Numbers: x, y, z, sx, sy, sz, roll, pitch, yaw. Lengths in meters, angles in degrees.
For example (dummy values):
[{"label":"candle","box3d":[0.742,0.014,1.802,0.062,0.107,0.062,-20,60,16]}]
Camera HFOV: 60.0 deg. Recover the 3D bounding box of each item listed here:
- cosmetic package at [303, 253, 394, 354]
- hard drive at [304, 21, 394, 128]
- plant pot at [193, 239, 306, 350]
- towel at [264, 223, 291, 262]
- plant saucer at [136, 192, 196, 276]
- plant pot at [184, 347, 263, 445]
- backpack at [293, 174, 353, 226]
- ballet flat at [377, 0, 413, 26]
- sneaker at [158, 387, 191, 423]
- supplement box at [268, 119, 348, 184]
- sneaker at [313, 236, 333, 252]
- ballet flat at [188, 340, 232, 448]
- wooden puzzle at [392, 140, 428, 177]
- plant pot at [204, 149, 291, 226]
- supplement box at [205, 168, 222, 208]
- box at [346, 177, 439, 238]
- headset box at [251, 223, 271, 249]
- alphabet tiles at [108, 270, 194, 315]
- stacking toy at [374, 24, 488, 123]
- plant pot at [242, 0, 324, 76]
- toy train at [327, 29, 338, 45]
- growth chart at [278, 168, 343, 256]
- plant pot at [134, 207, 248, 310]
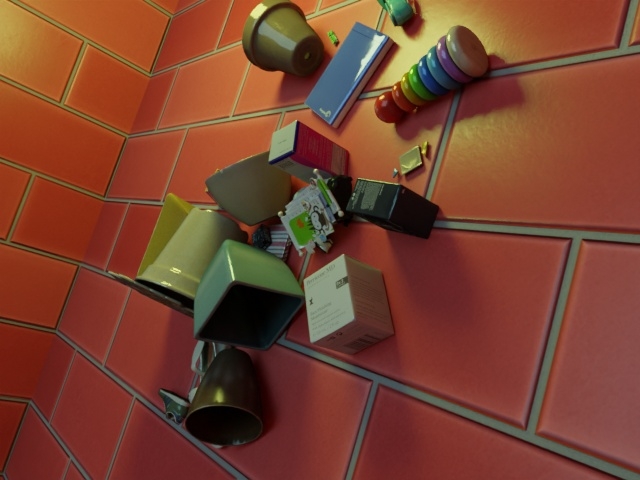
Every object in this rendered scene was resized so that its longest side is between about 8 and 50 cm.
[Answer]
[{"label":"cosmetic package","box3d":[0.068,0.163,1.384,0.151,0.151,0.184,-35,48,32]},{"label":"hard drive","box3d":[0.085,-0.543,1.810,0.319,0.040,0.210,-55,40,13]},{"label":"plant pot","box3d":[-0.230,0.139,1.650,0.247,0.248,0.252,-53,38,27]},{"label":"towel","box3d":[-0.149,0.039,1.801,0.144,0.029,0.197,1,72,52]},{"label":"plant saucer","box3d":[-0.531,0.020,2.088,0.081,0.333,0.333,19,85,10]},{"label":"plant pot","box3d":[-0.268,0.438,1.616,0.215,0.215,0.230,-40,31,29]},{"label":"backpack","box3d":[0.006,-0.109,1.625,0.182,0.115,0.152,-18,62,47]},{"label":"ballet flat","box3d":[0.231,-0.752,1.732,0.087,0.083,0.247,-26,50,9]},{"label":"sneaker","box3d":[-0.520,0.576,1.924,0.192,0.064,0.086,5,70,47]},{"label":"supplement box","box3d":[-0.031,-0.248,1.652,0.111,0.220,0.114,-17,58,43]},{"label":"sneaker","box3d":[0.000,0.000,1.644,0.044,0.040,0.109,-50,42,-5]},{"label":"ballet flat","box3d":[-0.353,0.444,1.748,0.139,0.139,0.400,-28,52,38]},{"label":"wooden puzzle","box3d":[0.243,-0.214,1.485,0.116,0.014,0.078,-23,51,41]},{"label":"plant pot","box3d":[-0.208,-0.157,1.811,0.284,0.284,0.191,-21,93,42]},{"label":"supplement box","box3d":[-0.353,-0.184,2.103,0.104,0.081,0.188,-60,39,8]},{"label":"box","box3d":[0.178,-0.080,1.376,0.158,0.156,0.093,16,84,51]},{"label":"headset box","box3d":[-0.196,-0.009,1.836,0.062,0.032,0.083,-43,43,30]},{"label":"alphabet tiles","box3d":[-0.561,0.200,1.923,0.285,0.342,0.011,104,-169,-72]},{"label":"stacking toy","box3d":[0.275,-0.416,1.475,0.330,0.141,0.141,-31,50,46]},{"label":"plant pot","box3d":[-0.114,-0.701,1.983,0.229,0.263,0.263,44,106,33]},{"label":"toy train","box3d":[0.045,-0.719,1.965,0.023,0.017,0.083,-36,46,18]},{"label":"growth chart","box3d":[-0.028,-0.067,1.568,0.237,0.021,0.172,-43,77,41]},{"label":"plant pot","box3d":[-0.403,0.070,1.883,0.334,0.334,0.305,0,61,49]}]
